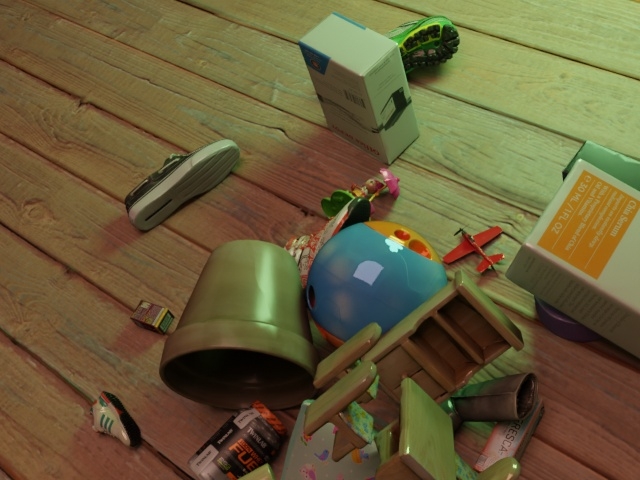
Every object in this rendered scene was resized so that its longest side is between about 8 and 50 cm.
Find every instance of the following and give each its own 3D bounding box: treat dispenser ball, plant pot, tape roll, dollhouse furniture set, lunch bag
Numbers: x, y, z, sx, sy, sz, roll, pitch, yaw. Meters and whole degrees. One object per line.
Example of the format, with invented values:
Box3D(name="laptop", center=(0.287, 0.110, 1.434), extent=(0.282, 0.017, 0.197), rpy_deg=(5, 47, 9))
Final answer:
Box3D(name="treat dispenser ball", center=(0.115, 0.102, 1.791), extent=(0.288, 0.288, 0.288), rpy_deg=(-9, 54, 13))
Box3D(name="plant pot", center=(-0.150, 0.165, 1.813), extent=(0.323, 0.323, 0.280), rpy_deg=(-6, 56, 15))
Box3D(name="tape roll", center=(0.527, 0.105, 1.779), extent=(0.189, 0.080, 0.189), rpy_deg=(-10, 53, 13))
Box3D(name="dollhouse furniture set", center=(0.205, 0.260, 1.477), extent=(0.256, 0.362, 0.394), rpy_deg=(-41, 12, 19))
Box3D(name="lunch bag", center=(0.044, 0.455, 1.648), extent=(0.223, 0.160, 0.262), rpy_deg=(21, 97, 30))

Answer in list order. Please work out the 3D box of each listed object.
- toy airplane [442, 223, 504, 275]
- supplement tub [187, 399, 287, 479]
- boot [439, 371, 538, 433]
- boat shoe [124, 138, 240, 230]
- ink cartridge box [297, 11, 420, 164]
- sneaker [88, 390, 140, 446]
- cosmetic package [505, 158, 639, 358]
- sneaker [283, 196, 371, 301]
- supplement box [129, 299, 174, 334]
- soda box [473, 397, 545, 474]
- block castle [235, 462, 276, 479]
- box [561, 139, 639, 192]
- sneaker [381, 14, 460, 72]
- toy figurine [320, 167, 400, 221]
Box3D(name="toy airplane", center=(0.345, 0.021, 1.933), extent=(0.151, 0.028, 0.151), rpy_deg=(-9, 53, 12))
Box3D(name="supplement tub", center=(-0.164, 0.420, 1.774), extent=(0.190, 0.117, 0.117), rpy_deg=(-45, 54, -13))
Box3D(name="boot", center=(0.295, 0.331, 1.655), extent=(0.208, 0.076, 0.189), rpy_deg=(-4, 52, 46))
Box3D(name="boat shoe", center=(-0.366, -0.168, 2.255), extent=(0.335, 0.121, 0.119), rpy_deg=(-35, 57, -4))
Box3D(name="ink cartridge box", center=(0.098, -0.361, 2.113), extent=(0.129, 0.307, 0.223), rpy_deg=(-43, 54, -16))
Box3D(name="sneaker", center=(-0.456, 0.408, 1.933), extent=(0.075, 0.057, 0.161), rpy_deg=(-48, 54, 5))
Box3D(name="cosmetic package", center=(0.605, 0.074, 1.631), extent=(0.453, 0.161, 0.230), rpy_deg=(32, 68, 12))
Box3D(name="sneaker", center=(-0.001, 0.000, 1.977), extent=(0.145, 0.090, 0.270), rpy_deg=(33, 102, 38))
Box3D(name="supplement box", center=(-0.395, 0.181, 2.069), extent=(0.083, 0.043, 0.055), rpy_deg=(16, 63, 27))
Box3D(name="soda box", center=(0.356, 0.374, 1.658), extent=(0.058, 0.063, 0.183), rpy_deg=(22, 66, 30))
Box3D(name="block castle", center=(-0.087, 0.589, 1.421), extent=(0.213, 0.453, 0.303), rpy_deg=(-27, 52, -9))
Box3D(name="box", center=(0.635, -0.069, 1.797), extent=(0.261, 0.184, 0.103), rpy_deg=(30, 73, 34))
Box3D(name="sneaker", center=(0.195, -0.486, 2.301), extent=(0.344, 0.134, 0.146), rpy_deg=(-15, 28, 13))
Box3D(name="toy figurine", center=(0.110, -0.105, 2.074), extent=(0.159, 0.130, 0.173), rpy_deg=(-38, 27, -26))
